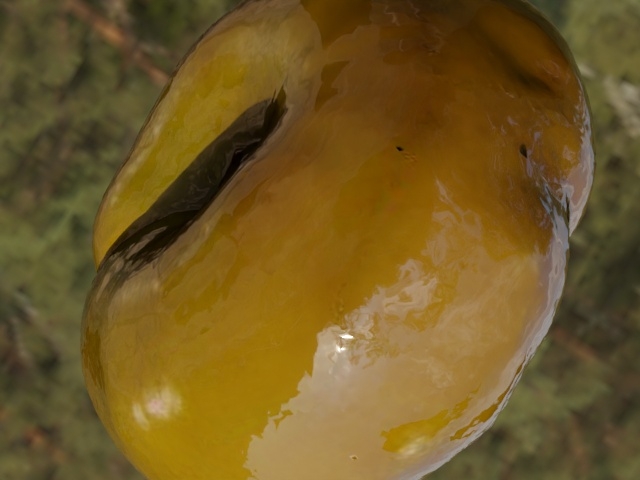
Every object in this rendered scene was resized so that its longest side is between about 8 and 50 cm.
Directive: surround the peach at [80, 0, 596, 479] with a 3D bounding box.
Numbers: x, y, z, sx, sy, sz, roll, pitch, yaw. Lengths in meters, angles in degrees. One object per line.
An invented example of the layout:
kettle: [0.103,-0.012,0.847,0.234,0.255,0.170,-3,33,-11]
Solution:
peach: [0.000,0.000,0.788,0.251,0.153,0.251,-48,-159,25]
